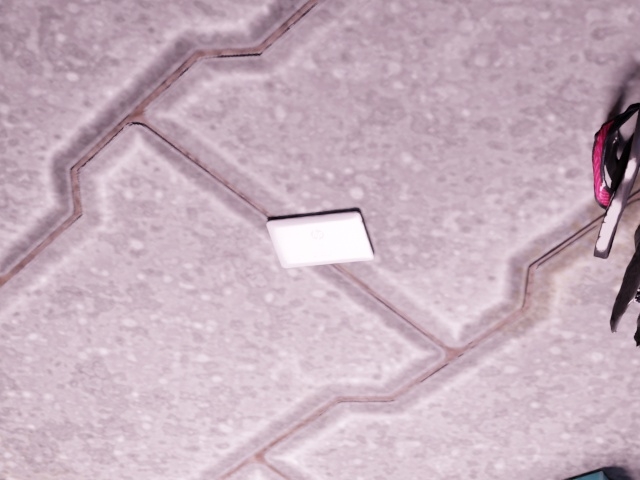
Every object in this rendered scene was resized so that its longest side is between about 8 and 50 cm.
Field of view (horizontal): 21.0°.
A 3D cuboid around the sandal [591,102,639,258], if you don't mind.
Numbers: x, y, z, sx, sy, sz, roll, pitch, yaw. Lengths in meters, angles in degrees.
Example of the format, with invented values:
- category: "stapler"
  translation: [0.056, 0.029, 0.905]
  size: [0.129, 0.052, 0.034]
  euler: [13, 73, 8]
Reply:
- category: "sandal"
  translation: [0.225, -0.057, 1.329]
  size: [0.040, 0.067, 0.179]
  euler: [20, 136, 9]

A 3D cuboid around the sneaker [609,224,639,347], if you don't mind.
- category: "sneaker"
  translation: [0.287, 0.002, 1.349]
  size: [0.051, 0.089, 0.170]
  euler: [29, 131, -14]

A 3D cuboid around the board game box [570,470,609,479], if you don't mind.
- category: "board game box"
  translation: [0.191, 0.377, 1.713]
  size: [0.336, 0.079, 0.254]
  euler: [-23, 123, 28]

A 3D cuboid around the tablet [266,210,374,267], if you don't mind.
- category: "tablet"
  translation: [0.000, 0.000, 1.464]
  size: [0.083, 0.006, 0.054]
  euler: [-6, 130, 16]
